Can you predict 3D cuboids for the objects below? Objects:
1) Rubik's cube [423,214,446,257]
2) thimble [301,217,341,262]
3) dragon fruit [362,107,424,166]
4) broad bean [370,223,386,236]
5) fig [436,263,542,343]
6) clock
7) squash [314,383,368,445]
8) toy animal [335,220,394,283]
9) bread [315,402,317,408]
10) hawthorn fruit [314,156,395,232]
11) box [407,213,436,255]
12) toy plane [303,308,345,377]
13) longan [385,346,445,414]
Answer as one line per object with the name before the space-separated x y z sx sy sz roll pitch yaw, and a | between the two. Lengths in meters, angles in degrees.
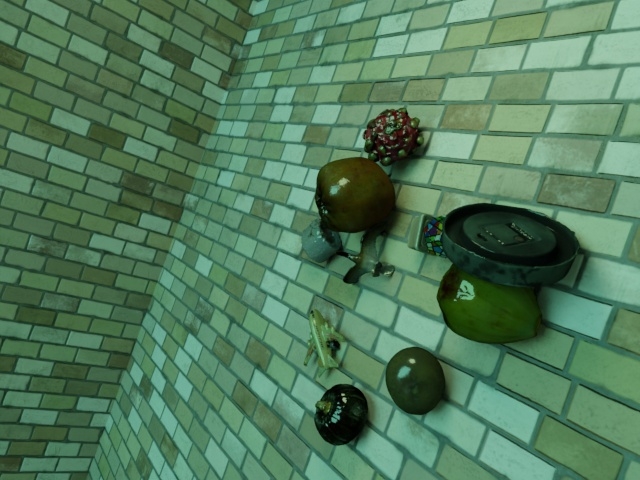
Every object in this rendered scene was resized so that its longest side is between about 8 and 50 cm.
Rubik's cube | 0.374 -0.012 1.568 0.133 0.133 0.111 -10 41 49
thimble | -0.001 0.001 2.019 0.118 0.127 0.151 -41 40 31
dragon fruit | 0.234 -0.359 1.832 0.273 0.199 0.218 -21 67 46
broad bean | 0.153 -0.079 1.933 0.298 0.043 0.060 24 104 52
fig | 0.438 0.158 1.339 0.271 0.239 0.239 33 103 21
clock | 0.465 0.002 1.295 0.325 0.326 0.067 46 142 50
squash | 0.065 0.558 1.671 0.193 0.156 0.193 -24 38 21
toy animal | 0.149 0.059 1.755 0.160 0.197 0.272 34 106 42
bread | 0.013 0.601 1.806 0.036 0.047 0.083 -35 43 -4
hawthorn fruit | 0.133 -0.162 1.796 0.301 0.267 0.267 -25 40 -12
box | 0.330 -0.017 1.651 0.062 0.089 0.121 -5 70 62
toy plane | 0.007 0.361 1.880 0.229 0.093 0.244 -39 46 38
longan | 0.269 0.398 1.474 0.168 0.168 0.187 -25 54 44
